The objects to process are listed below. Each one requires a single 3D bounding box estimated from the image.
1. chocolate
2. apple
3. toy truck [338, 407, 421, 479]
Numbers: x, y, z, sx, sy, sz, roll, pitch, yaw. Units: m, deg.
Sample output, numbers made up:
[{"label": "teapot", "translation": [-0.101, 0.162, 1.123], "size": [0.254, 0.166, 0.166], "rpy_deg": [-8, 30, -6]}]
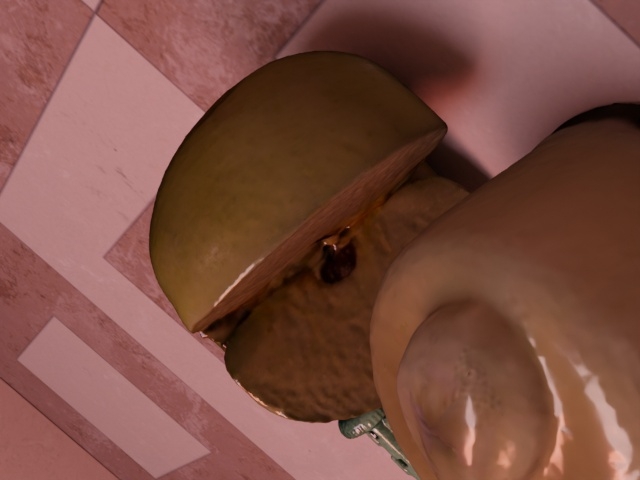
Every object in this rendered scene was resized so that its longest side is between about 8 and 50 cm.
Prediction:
[{"label": "chocolate", "translation": [0.194, 0.103, 0.966], "size": [0.326, 0.297, 0.314], "rpy_deg": [53, 149, -6]}, {"label": "apple", "translation": [-0.013, -0.014, 1.107], "size": [0.233, 0.258, 0.295], "rpy_deg": [46, 174, 43]}, {"label": "toy truck", "translation": [0.151, 0.171, 1.309], "size": [0.155, 0.156, 0.279], "rpy_deg": [46, 152, -13]}]
